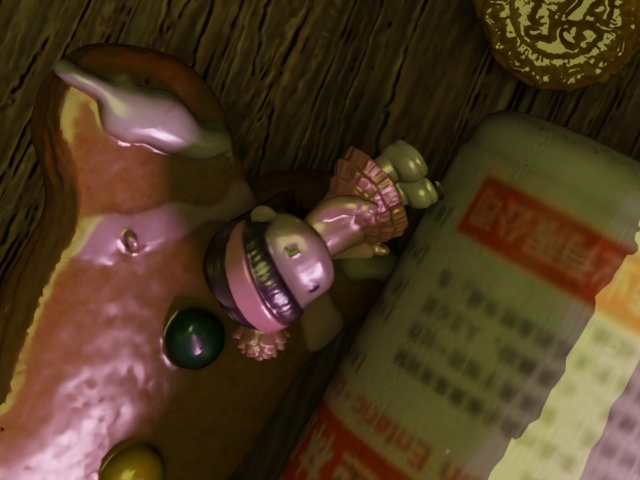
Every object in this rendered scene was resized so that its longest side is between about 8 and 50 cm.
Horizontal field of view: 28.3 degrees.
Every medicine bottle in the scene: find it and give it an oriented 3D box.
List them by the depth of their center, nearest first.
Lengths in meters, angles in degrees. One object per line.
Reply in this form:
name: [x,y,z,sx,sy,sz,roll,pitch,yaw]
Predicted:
medicine bottle: [0.089,0.135,0.680,0.211,0.211,0.371,29,93,-4]

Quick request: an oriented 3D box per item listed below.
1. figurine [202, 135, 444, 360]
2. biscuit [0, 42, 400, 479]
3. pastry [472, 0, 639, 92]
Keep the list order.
figurine: [0.000,0.000,0.639,0.129,0.054,0.072,-36,130,-12]
biscuit: [-0.117,0.133,0.680,0.283,0.064,0.432,31,88,-38]
pastry: [0.141,-0.136,0.736,0.109,0.057,0.097,7,101,0]
